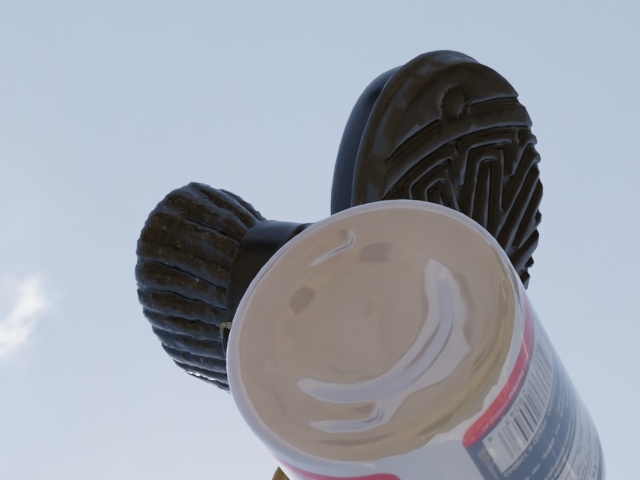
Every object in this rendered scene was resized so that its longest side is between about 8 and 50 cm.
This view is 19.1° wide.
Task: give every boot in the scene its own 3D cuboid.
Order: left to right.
[{"bbox_3d":[-0.003,0.003,1.200,0.131,0.260,0.348,-29,-45,-33],"label":"boot"}]

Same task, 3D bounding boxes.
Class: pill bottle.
[{"bbox_3d":[0.047,0.077,0.713,0.108,0.180,0.108,-13,-129,16],"label":"pill bottle"}]

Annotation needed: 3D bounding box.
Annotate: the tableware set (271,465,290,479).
[{"bbox_3d":[0.023,0.211,1.231,0.168,0.020,0.141,20,-101,-24],"label":"tableware set"}]
